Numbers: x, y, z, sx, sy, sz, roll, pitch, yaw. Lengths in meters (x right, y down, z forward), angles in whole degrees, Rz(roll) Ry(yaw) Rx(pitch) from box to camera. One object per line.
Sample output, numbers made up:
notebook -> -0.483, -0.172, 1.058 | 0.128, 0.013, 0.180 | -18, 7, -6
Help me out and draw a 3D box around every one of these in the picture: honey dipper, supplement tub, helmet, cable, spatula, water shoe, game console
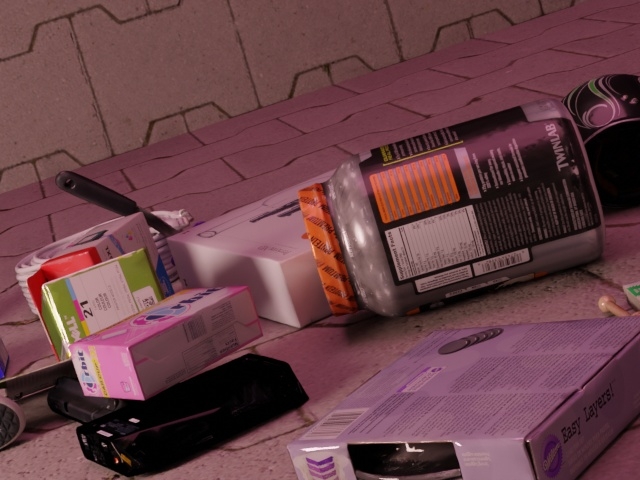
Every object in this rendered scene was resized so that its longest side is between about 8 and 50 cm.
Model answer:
honey dipper -> 0.297, 0.076, 1.579 | 0.030, 0.030, 0.160 | -18, 8, -3
supplement tub -> 0.145, -0.029, 1.836 | 0.316, 0.193, 0.193 | -16, 13, 3
helmet -> 0.369, -0.130, 2.051 | 0.169, 0.169, 0.161 | -15, 29, 7
cable -> -0.322, 0.033, 2.422 | 0.257, 0.089, 0.257 | -23, 13, -22
spatula -> -0.239, -0.028, 2.249 | 0.084, 0.296, 0.030 | -54, 30, 16
water shoe -> -0.427, 0.211, 1.834 | 0.203, 0.073, 0.080 | -16, 10, 4
game console -> -0.182, 0.170, 1.763 | 0.213, 0.044, 0.361 | -22, 14, -26

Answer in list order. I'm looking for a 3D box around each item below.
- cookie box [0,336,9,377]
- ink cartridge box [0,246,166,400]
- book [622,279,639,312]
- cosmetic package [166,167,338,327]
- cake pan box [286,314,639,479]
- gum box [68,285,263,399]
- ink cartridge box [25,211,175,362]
cookie box -> -0.462, 0.164, 2.150 | 0.092, 0.040, 0.107 | -19, 12, -4
ink cartridge box -> -0.313, 0.111, 1.930 | 0.255, 0.097, 0.189 | -20, -9, -13
book -> 0.379, 0.041, 1.615 | 0.144, 0.035, 0.096 | -18, 9, 1
cosmetic package -> 0.000, 0.000, 2.133 | 0.284, 0.097, 0.377 | -25, 15, -23
cake pan box -> 0.138, 0.145, 1.394 | 0.246, 0.070, 0.267 | -10, 14, 38
gum box -> -0.162, 0.106, 1.769 | 0.107, 0.062, 0.188 | -2, 18, 47
ink cartridge box -> -0.282, 0.064, 2.123 | 0.078, 0.134, 0.231 | -16, 12, 21
